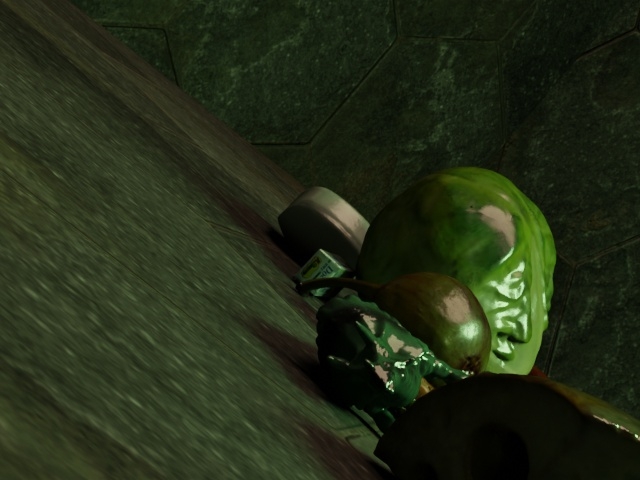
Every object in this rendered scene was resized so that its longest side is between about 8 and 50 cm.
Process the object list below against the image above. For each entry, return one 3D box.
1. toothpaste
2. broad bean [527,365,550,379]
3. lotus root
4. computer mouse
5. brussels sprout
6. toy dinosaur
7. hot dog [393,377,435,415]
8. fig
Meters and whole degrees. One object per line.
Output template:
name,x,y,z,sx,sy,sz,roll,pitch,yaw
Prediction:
toothpaste,0.006,0.039,1.863,0.034,0.046,0.164,44,3,8
broad bean,0.239,0.190,2.204,0.165,0.084,0.114,29,13,-43
lotus root,0.199,0.199,1.113,0.314,0.142,0.210,40,2,-28
computer mouse,0.000,0.000,2.111,0.128,0.079,0.231,44,-12,1
brussels sprout,0.158,0.056,1.889,0.219,0.210,0.271,-10,80,-54
toy dinosaur,0.051,0.099,1.315,0.120,0.079,0.292,43,0,9
hot dog,0.070,0.131,1.445,0.133,0.041,0.056,43,-17,40
fig,0.068,0.075,1.658,0.236,0.124,0.124,27,-7,43
